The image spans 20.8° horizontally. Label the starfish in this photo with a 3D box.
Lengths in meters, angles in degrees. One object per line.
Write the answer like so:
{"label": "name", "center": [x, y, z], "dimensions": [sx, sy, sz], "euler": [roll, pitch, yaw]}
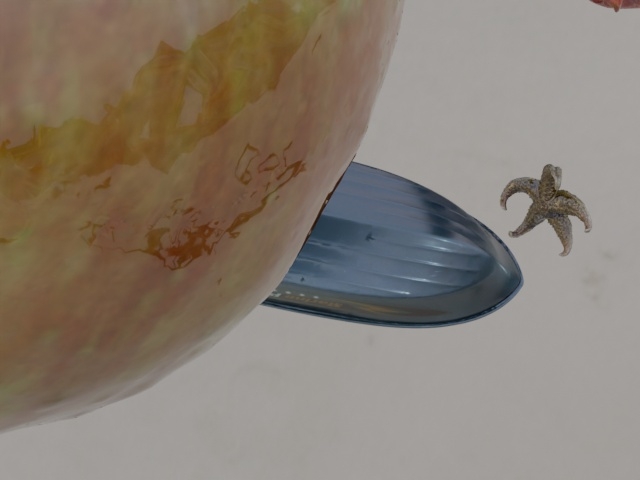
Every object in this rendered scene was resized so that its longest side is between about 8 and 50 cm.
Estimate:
{"label": "starfish", "center": [0.178, -0.026, 1.357], "dimensions": [0.028, 0.078, 0.091], "euler": [-31, 37, -31]}

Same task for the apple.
{"label": "apple", "center": [-0.124, -0.094, 0.477], "dimensions": [0.277, 0.250, 0.309], "euler": [15, 48, -24]}

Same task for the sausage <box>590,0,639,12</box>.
{"label": "sausage", "center": [0.168, -0.198, 0.948], "dimensions": [0.074, 0.074, 0.274], "euler": [16, 36, 1]}

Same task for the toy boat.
{"label": "toy boat", "center": [0.000, 0.000, 1.035], "dimensions": [0.246, 0.103, 0.093], "euler": [11, 69, 2]}
